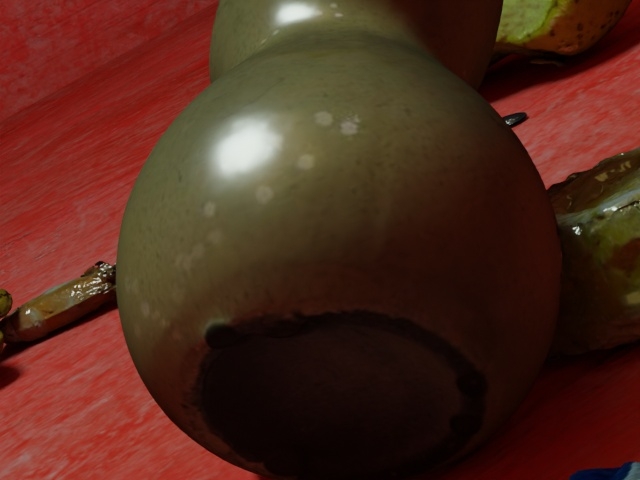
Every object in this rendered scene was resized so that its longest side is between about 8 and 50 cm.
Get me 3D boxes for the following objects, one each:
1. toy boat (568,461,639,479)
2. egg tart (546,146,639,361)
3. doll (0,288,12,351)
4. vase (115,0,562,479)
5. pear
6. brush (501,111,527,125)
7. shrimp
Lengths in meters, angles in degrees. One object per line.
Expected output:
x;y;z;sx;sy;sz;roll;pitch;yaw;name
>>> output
0.047;0.190;0.695;0.291;0.067;0.220;-33;12;23;toy boat
0.185;-0.005;1.009;0.197;0.078;0.197;-24;14;6;egg tart
-0.355;0.088;1.556;0.137;0.097;0.209;-57;24;-11;doll
0.000;0.000;0.984;0.329;0.241;0.302;113;165;-47;vase
0.190;-0.241;1.622;0.255;0.164;0.238;-14;9;24;pear
0.146;-0.098;1.497;0.083;0.008;0.024;-21;20;20;brush
-0.234;0.052;1.586;0.184;0.043;0.091;-21;13;25;shrimp
